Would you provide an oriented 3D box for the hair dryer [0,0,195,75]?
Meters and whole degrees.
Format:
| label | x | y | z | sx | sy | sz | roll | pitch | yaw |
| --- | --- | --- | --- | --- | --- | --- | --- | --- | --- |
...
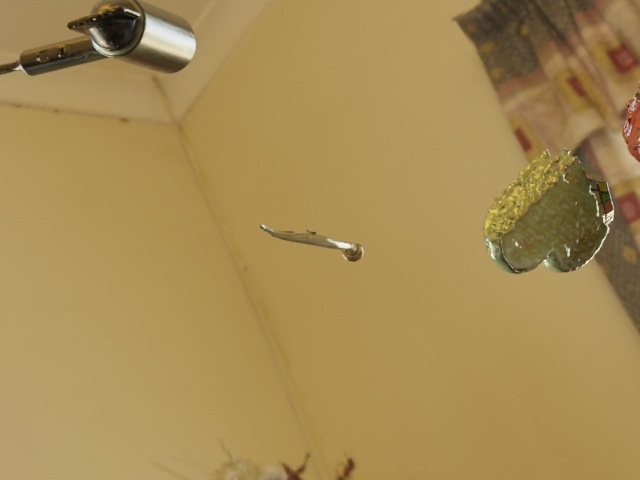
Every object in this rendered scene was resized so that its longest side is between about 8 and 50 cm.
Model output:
| label | x | y | z | sx | sy | sz | roll | pitch | yaw |
| --- | --- | --- | --- | --- | --- | --- | --- | --- | --- |
| hair dryer | -0.302 | -0.233 | 1.143 | 0.248 | 0.077 | 0.195 | -11 | -1 | 17 |

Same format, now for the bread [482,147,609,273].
| label | x | y | z | sx | sy | sz | roll | pitch | yaw |
| --- | --- | --- | --- | --- | --- | --- | --- | --- | --- |
| bread | 0.298 | -0.039 | 1.252 | 0.232 | 0.064 | 0.172 | -3 | -75 | -40 |

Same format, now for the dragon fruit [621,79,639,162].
| label | x | y | z | sx | sy | sz | roll | pitch | yaw |
| --- | --- | --- | --- | --- | --- | --- | --- | --- | --- |
| dragon fruit | 0.472 | -0.191 | 1.327 | 0.162 | 0.106 | 0.083 | -48 | -56 | -5 |

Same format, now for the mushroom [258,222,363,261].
| label | x | y | z | sx | sy | sz | roll | pitch | yaw |
| --- | --- | --- | --- | --- | --- | --- | --- | --- | --- |
| mushroom | 0.001 | 0.003 | 1.730 | 0.068 | 0.043 | 0.306 | -21 | -19 | 27 |

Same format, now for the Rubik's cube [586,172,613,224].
| label | x | y | z | sx | sy | sz | roll | pitch | yaw |
| --- | --- | --- | --- | --- | --- | --- | --- | --- | --- |
| Rubik's cube | 0.380 | -0.053 | 1.388 | 0.093 | 0.111 | 0.111 | -50 | -7 | -40 |
